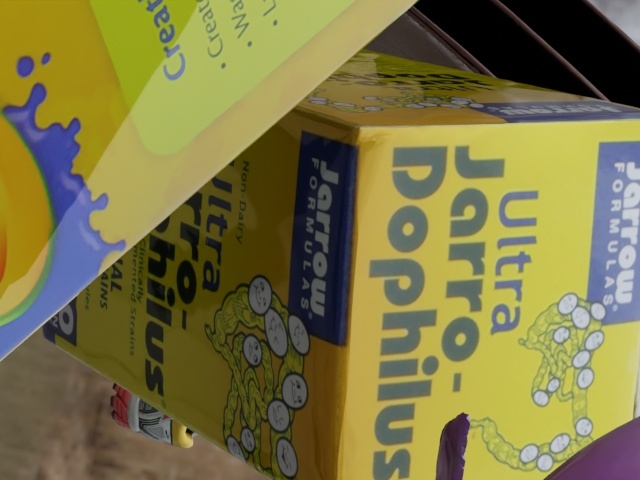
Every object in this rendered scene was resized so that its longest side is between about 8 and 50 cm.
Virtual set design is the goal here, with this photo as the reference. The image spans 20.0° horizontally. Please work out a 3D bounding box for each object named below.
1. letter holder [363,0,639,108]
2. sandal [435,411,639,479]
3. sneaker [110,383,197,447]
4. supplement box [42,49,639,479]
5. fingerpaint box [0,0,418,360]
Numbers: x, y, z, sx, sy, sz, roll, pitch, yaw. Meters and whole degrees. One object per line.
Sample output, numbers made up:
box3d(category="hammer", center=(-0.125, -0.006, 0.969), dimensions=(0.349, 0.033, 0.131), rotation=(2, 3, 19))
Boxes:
box3d(category="letter holder", center=(0.164, -0.153, 1.516), dimensions=(0.152, 0.302, 0.214), rotation=(-46, 173, -10))
box3d(category="sandal", center=(0.078, 0.088, 0.539), dimensions=(0.416, 0.102, 0.169), rotation=(-47, 168, -29))
box3d(category="sneaker", center=(-0.078, 0.121, 1.630), dimensions=(0.225, 0.092, 0.088), rotation=(-34, 136, -35))
box3d(category="supplement box", center=(0.000, 0.000, 1.022), dimensions=(0.356, 0.195, 0.194), rotation=(20, -69, 56))
box3d(category="fingerpaint box", center=(-0.125, -0.229, 0.577), dimensions=(0.371, 0.163, 0.445), rotation=(-44, 135, -28))
